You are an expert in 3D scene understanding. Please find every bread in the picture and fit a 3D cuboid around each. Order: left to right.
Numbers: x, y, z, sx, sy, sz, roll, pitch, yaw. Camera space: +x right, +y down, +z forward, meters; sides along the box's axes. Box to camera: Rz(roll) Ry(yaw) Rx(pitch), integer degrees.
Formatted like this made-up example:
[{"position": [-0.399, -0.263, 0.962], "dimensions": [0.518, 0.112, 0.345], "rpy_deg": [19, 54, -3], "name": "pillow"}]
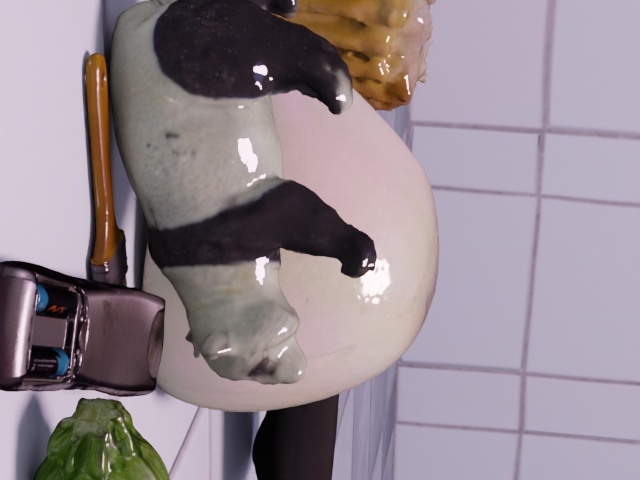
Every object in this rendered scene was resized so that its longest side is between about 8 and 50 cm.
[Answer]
[{"position": [0.015, -0.219, 1.156], "dimensions": [0.274, 0.149, 0.274], "rpy_deg": [0, 90, -83], "name": "bread"}]

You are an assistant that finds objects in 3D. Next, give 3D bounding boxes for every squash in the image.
[{"position": [-0.106, 0.179, 0.783], "dimensions": [0.077, 0.068, 0.219], "rpy_deg": [-54, 147, -67], "name": "squash"}]

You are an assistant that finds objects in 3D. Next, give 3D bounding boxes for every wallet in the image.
[{"position": [-0.007, 0.055, 1.284], "dimensions": [0.197, 0.051, 0.378], "rpy_deg": [-107, -157, -65], "name": "wallet"}]

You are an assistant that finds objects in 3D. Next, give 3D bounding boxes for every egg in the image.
[{"position": [-0.004, 0.019, 1.027], "dimensions": [0.271, 0.161, 0.206], "rpy_deg": [61, 44, -70], "name": "egg"}]

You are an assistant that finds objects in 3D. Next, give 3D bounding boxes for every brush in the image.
[{"position": [-0.112, -0.017, 0.839], "dimensions": [0.043, 0.014, 0.170], "rpy_deg": [-75, 166, -64], "name": "brush"}]

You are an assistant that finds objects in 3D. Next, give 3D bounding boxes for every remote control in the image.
[{"position": [-0.114, 0.046, 0.763], "dimensions": [0.212, 0.028, 0.059], "rpy_deg": [23, 70, -77], "name": "remote control"}]

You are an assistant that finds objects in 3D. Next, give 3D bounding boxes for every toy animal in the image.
[{"position": [-0.043, -0.033, 0.856], "dimensions": [0.094, 0.121, 0.225], "rpy_deg": [-161, -121, -73], "name": "toy animal"}]
